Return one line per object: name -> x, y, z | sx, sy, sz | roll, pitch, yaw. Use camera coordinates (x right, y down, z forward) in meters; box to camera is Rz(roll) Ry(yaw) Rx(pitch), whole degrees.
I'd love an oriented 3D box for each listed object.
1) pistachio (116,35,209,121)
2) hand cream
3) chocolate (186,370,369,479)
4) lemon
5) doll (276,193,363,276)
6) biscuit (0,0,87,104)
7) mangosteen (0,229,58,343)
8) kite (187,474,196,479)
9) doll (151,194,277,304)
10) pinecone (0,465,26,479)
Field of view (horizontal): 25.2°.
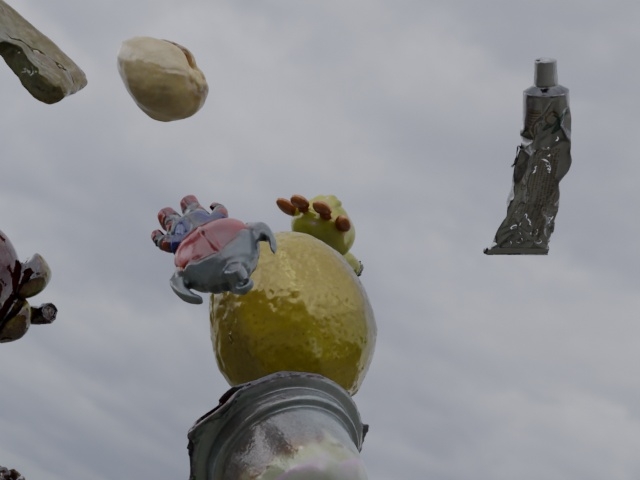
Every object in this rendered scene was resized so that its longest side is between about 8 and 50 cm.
pistachio -> -0.295, -0.291, 2.588 | 0.200, 0.145, 0.117 | 30, 16, 24
hand cream -> 0.246, -0.088, 1.638 | 0.084, 0.257, 0.050 | -4, 31, -17
chocolate -> -0.026, 0.244, 1.477 | 0.221, 0.221, 0.147 | 30, 5, -27
lemon -> -0.035, 0.102, 1.721 | 0.204, 0.260, 0.204 | -18, -25, -8
doll -> 0.000, 0.000, 2.435 | 0.143, 0.135, 0.221 | 20, -32, 27
biscuit -> -0.325, -0.196, 1.433 | 0.183, 0.039, 0.174 | 40, 18, -8
mangosteen -> -0.520, 0.070, 2.164 | 0.257, 0.215, 0.215 | 14, -15, -16
kite -> -0.186, 0.355, 1.453 | 0.013, 0.268, 0.323 | 31, 4, 27
doll -> -0.108, 0.008, 1.394 | 0.104, 0.062, 0.194 | -14, 28, -21
pinecone -> -0.524, 0.426, 2.267 | 0.173, 0.173, 0.173 | 19, -17, 6
